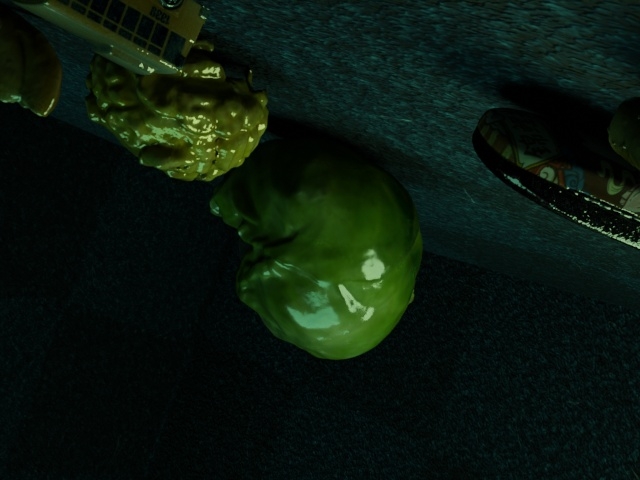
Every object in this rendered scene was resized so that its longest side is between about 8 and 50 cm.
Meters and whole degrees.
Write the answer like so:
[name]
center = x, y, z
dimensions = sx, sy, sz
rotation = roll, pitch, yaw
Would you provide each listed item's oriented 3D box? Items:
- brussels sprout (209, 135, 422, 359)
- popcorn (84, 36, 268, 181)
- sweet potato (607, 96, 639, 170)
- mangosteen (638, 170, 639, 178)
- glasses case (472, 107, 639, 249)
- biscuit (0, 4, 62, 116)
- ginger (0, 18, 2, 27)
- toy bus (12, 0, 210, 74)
[brussels sprout]
center = 0.016, -0.007, 1.527
dimensions = 0.342, 0.425, 0.361
rotation = -33, -172, -38
[popcorn]
center = -0.200, -0.188, 1.138
dimensions = 0.250, 0.190, 0.250
rotation = 22, -171, -4
[sweet potato]
center = 0.353, -0.077, 0.617
dimensions = 0.285, 0.085, 0.112
rotation = 3, -159, 41
[mangosteen]
center = 0.345, -0.063, 0.790
dimensions = 0.081, 0.081, 0.081
rotation = 20, 177, 1
[glasses case]
center = 0.306, -0.054, 0.884
dimensions = 0.321, 0.082, 0.122
rotation = 20, -151, -15
[biscuit]
center = -0.540, -0.308, 1.342
dimensions = 0.299, 0.154, 0.045
rotation = 18, 175, 9
[ginger]
center = -0.601, -0.354, 1.163
dimensions = 0.304, 0.155, 0.244
rotation = 32, 178, -35
[toy bus]
center = -0.214, -0.244, 0.872
dimensions = 0.091, 0.103, 0.182
rotation = 18, 177, 42
